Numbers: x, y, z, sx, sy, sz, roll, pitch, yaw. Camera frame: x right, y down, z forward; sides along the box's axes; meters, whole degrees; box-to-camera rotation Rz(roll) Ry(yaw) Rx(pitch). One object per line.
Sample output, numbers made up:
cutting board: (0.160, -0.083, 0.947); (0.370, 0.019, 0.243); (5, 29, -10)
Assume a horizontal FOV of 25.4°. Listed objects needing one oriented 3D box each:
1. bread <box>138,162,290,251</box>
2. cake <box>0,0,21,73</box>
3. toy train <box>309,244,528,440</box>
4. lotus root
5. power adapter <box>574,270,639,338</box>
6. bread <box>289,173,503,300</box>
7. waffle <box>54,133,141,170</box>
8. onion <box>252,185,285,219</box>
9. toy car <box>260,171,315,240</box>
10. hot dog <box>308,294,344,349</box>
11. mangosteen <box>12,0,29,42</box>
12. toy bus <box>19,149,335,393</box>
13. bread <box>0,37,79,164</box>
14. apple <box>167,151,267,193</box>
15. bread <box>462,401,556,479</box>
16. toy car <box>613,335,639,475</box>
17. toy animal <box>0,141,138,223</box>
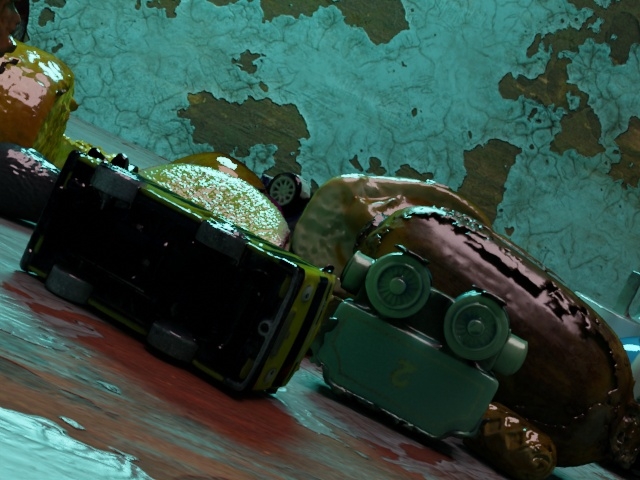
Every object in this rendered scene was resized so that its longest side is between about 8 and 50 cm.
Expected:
bread: (-0.141, -0.019, 1.664); (0.228, 0.033, 0.228); (13, 39, -11)
cake: (-0.498, -0.231, 1.458); (0.290, 0.255, 0.282); (23, 3, 42)
toy train: (0.098, 0.104, 1.431); (0.203, 0.163, 0.112); (28, 2, 6)
lotus root: (0.199, 0.114, 1.600); (0.397, 0.196, 0.179); (36, -5, 10)
power adapter: (0.440, 0.170, 2.162); (0.187, 0.255, 0.124); (22, 8, -44)
bread: (0.110, 0.035, 1.866); (0.300, 0.210, 0.341); (32, -10, 4)
waffle: (-0.313, -0.093, 2.212); (0.219, 0.057, 0.229); (23, 6, -45)
onion: (-0.134, -0.018, 1.797); (0.198, 0.135, 0.173); (21, 0, -26)
toy car: (0.000, 0.000, 2.259); (0.235, 0.158, 0.172); (30, 6, 33)
hot dog: (-0.033, 0.077, 1.601); (0.084, 0.073, 0.242); (28, -1, 24)
mangosteen: (-0.565, -0.310, 1.973); (0.307, 0.307, 0.347); (25, 33, -16)
toy bus: (-0.120, 0.030, 1.275); (0.262, 0.128, 0.150); (27, 4, 25)
bread: (-0.399, -0.168, 1.740); (0.194, 0.179, 0.340); (26, 4, -5)
apple: (-0.150, -0.038, 1.990); (0.195, 0.160, 0.173); (38, -11, 43)
bread: (0.198, 0.209, 1.468); (0.110, 0.060, 0.066); (29, -23, 48)
toy car: (0.440, 0.222, 1.962); (0.255, 0.188, 0.190); (19, 1, -45)
toy animal: (-0.317, -0.064, 1.568); (0.210, 0.121, 0.117); (19, -15, -4)
